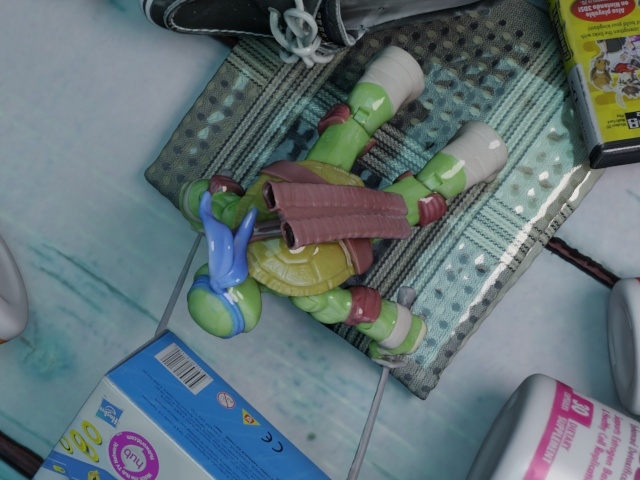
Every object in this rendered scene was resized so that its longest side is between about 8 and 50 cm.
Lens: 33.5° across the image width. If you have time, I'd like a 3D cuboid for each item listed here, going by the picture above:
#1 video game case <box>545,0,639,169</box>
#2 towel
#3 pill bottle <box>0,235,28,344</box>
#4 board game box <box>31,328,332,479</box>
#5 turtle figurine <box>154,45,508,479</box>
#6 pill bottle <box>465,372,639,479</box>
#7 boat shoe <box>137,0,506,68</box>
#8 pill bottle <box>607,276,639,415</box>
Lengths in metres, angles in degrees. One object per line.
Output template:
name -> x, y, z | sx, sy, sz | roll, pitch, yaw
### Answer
video game case -> 0.319, -0.194, 0.851 | 0.274, 0.035, 0.248 | -9, 72, -5
towel -> 0.063, -0.087, 0.892 | 0.312, 0.056, 0.324 | 37, 89, 10
pill bottle -> -0.358, 0.063, 0.859 | 0.216, 0.121, 0.121 | -24, 82, 1
board game box -> -0.091, 0.276, 0.764 | 0.308, 0.086, 0.302 | 41, 118, 8
turtle figurine -> 0.000, 0.000, 0.809 | 0.197, 0.275, 0.266 | 28, 61, 38
pill bottle -> 0.248, 0.229, 0.780 | 0.283, 0.160, 0.160 | 27, 86, 6
boat shoe -> -0.001, -0.189, 0.814 | 0.306, 0.113, 0.105 | -7, 70, 14
pill bottle -> 0.322, 0.076, 0.819 | 0.180, 0.108, 0.108 | -4, 83, 3
